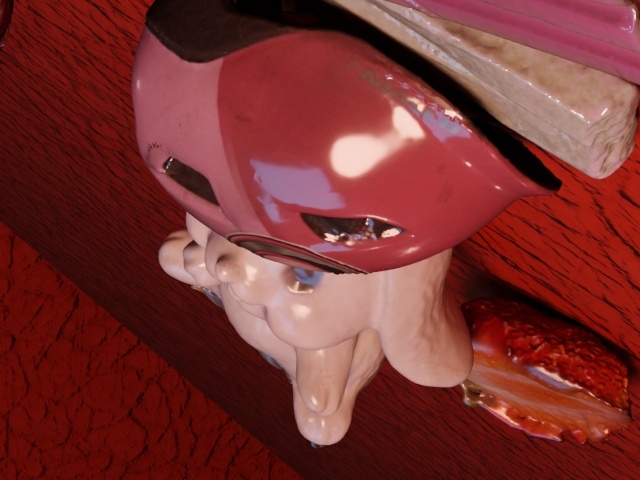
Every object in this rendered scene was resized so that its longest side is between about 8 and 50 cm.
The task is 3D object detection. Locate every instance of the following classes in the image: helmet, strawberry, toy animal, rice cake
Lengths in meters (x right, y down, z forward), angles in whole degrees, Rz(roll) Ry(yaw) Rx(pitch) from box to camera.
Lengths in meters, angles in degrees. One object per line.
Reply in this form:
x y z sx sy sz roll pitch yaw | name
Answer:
-0.008 -0.056 1.133 0.253 0.154 0.198 44 -171 30 | helmet
0.163 0.092 1.472 0.187 0.082 0.146 15 163 44 | strawberry
0.008 0.013 1.383 0.249 0.174 0.289 51 167 -11 | toy animal
0.066 -0.112 1.019 0.226 0.040 0.085 34 168 10 | rice cake

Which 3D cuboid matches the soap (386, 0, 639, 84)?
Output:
0.068 -0.141 0.833 0.203 0.065 0.122 26 165 42 | soap

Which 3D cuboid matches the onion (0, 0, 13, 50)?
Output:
-0.361 -0.221 1.422 0.314 0.232 0.314 24 -169 -5 | onion
